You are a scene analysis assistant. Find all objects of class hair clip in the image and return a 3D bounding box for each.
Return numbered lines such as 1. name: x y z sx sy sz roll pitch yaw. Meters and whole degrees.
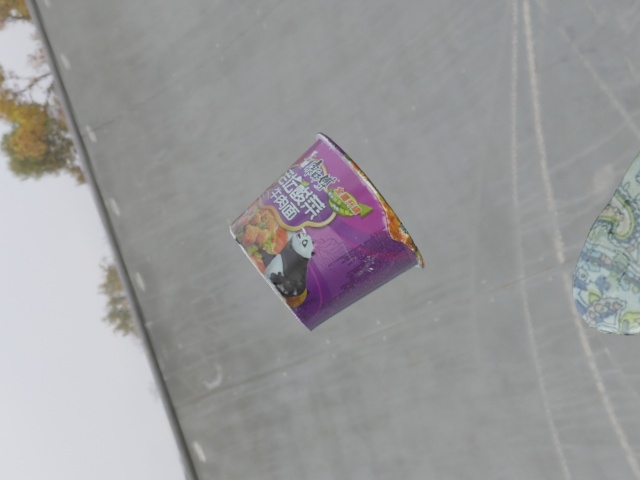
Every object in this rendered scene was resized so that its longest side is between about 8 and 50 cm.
1. hair clip: 0.219 -0.047 0.445 0.066 0.229 0.036 27 174 46

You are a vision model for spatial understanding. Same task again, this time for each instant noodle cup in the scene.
1. instant noodle cup: 0.000 0.000 1.091 0.251 0.190 0.251 52 178 3
